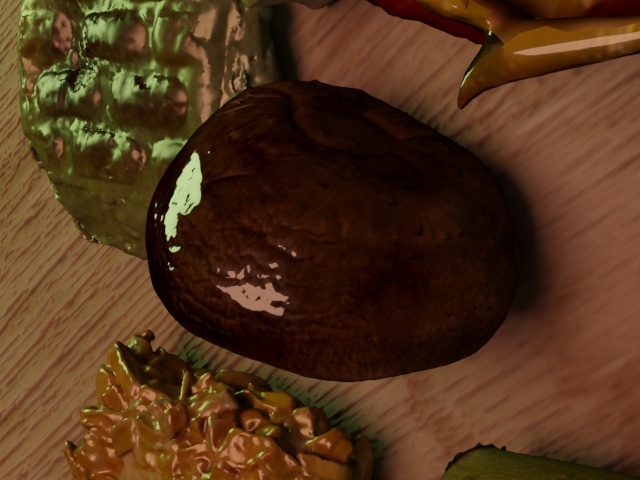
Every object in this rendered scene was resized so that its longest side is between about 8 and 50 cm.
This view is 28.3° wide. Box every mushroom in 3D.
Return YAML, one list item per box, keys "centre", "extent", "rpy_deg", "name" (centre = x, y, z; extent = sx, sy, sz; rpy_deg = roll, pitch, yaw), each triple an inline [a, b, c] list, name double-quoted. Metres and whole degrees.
- centre: [0.003, -0.014, 0.729]
  extent: [0.231, 0.194, 0.138]
  rpy_deg: [20, 107, 29]
  name: "mushroom"

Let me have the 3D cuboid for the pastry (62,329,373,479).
- centre: [-0.067, 0.162, 0.863]
  extent: [0.250, 0.102, 0.154]
  rpy_deg: [20, 107, 40]
  name: "pastry"

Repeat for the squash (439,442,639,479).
- centre: [0.148, 0.178, 0.665]
  extent: [0.187, 0.123, 0.123]
  rpy_deg: [3, 95, 39]
  name: "squash"

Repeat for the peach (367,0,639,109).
- centre: [0.142, -0.261, 0.500]
  extent: [0.406, 0.310, 0.335]
  rpy_deg: [-27, 112, 38]
  name: "peach"

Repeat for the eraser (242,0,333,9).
- centre: [0.016, -0.303, 0.768]
  extent: [0.210, 0.092, 0.274]
  rpy_deg: [-22, 76, 40]
  name: "eraser"

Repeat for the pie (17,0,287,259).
- centre: [-0.138, -0.127, 0.935]
  extent: [0.306, 0.071, 0.306]
  rpy_deg: [3, 94, 44]
  name: "pie"
